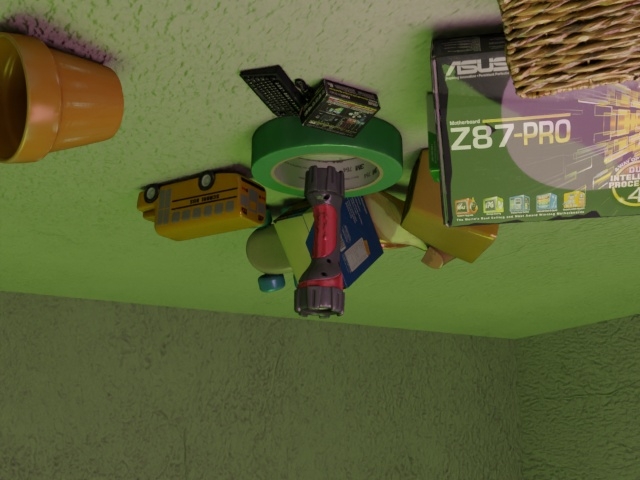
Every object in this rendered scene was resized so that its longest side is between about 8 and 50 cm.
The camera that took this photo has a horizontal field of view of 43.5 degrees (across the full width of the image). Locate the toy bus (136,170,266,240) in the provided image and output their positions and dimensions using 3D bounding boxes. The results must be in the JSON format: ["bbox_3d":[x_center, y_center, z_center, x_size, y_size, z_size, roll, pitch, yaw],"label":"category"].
[{"bbox_3d":[-0.292,-0.080,1.934,0.333,0.130,0.108,-10,161,32],"label":"toy bus"}]

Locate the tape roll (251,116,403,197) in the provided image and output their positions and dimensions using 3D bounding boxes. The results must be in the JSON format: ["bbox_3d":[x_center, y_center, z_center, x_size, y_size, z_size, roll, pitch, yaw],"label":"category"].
[{"bbox_3d":[0.014,-0.174,1.699,0.321,0.077,0.321,0,164,0],"label":"tape roll"}]

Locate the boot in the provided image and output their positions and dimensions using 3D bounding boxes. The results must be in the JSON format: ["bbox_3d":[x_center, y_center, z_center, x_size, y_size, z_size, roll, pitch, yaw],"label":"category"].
[{"bbox_3d":[0.242,-0.058,2.026,0.211,0.295,0.104,-37,164,-52],"label":"boot"}]

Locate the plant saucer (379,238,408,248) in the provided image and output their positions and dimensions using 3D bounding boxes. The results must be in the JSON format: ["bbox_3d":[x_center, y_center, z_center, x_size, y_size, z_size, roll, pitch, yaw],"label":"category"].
[{"bbox_3d":[0.187,-0.017,2.322,0.200,0.037,0.200,0,163,0],"label":"plant saucer"}]

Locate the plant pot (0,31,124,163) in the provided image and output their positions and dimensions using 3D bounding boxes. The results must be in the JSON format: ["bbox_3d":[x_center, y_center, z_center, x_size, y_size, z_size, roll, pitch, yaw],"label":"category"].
[{"bbox_3d":[-0.440,-0.232,1.328,0.188,0.205,0.205,-7,173,-44],"label":"plant pot"}]

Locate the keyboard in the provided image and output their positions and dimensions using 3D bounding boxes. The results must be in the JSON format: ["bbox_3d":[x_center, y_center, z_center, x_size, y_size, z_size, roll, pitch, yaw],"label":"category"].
[{"bbox_3d":[-0.066,-0.268,1.467,0.108,0.023,0.180,-5,164,17],"label":"keyboard"}]

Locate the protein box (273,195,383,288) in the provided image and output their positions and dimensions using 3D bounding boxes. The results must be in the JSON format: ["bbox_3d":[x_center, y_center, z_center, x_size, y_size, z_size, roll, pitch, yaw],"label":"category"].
[{"bbox_3d":[0.024,-0.007,1.920,0.136,0.200,0.201,-11,-162,35],"label":"protein box"}]

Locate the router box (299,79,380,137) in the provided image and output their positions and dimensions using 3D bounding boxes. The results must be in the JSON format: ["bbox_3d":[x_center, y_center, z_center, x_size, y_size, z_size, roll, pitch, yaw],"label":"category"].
[{"bbox_3d":[0.035,-0.242,1.481,0.122,0.038,0.092,9,145,-32],"label":"router box"}]

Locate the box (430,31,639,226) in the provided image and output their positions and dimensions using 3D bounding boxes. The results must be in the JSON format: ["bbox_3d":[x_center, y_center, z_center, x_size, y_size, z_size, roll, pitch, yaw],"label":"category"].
[{"bbox_3d":[0.388,-0.185,1.311,0.395,0.097,0.318,-2,122,11],"label":"box"}]

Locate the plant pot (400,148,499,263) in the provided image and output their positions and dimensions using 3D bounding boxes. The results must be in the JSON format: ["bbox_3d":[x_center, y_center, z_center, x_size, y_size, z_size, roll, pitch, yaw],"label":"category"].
[{"bbox_3d":[0.289,-0.094,1.780,0.187,0.212,0.212,14,164,0],"label":"plant pot"}]

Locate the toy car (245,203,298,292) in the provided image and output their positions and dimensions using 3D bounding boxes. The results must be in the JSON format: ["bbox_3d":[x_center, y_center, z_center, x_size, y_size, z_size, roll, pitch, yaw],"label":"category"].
[{"bbox_3d":[-0.069,0.002,2.199,0.210,0.219,0.238,-6,-169,23],"label":"toy car"}]

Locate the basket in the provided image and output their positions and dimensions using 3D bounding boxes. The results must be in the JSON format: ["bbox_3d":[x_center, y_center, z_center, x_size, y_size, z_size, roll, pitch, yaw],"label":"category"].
[{"bbox_3d":[0.386,-0.346,1.052,0.299,0.223,0.213,-6,130,21],"label":"basket"}]

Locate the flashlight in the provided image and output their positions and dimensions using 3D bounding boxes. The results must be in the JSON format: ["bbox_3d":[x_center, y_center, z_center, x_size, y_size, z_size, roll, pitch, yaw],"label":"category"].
[{"bbox_3d":[0.000,0.000,1.614,0.103,0.304,0.103,4,164,-12],"label":"flashlight"}]

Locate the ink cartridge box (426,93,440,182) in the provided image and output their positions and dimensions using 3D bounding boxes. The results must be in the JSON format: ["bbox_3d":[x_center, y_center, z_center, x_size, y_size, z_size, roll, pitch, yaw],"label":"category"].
[{"bbox_3d":[0.305,-0.195,1.476,0.208,0.153,0.087,-3,167,15],"label":"ink cartridge box"}]
